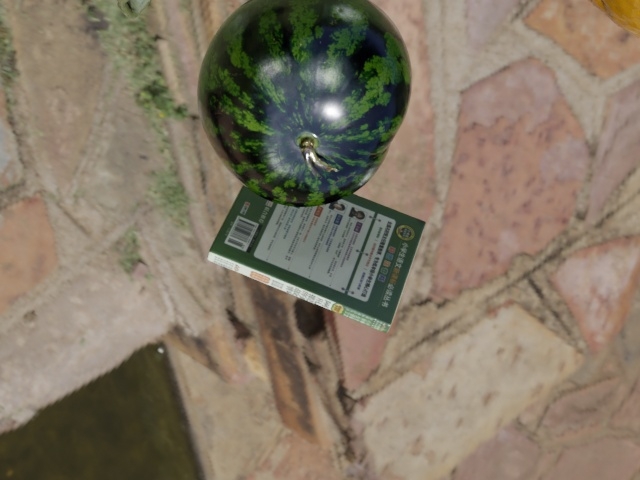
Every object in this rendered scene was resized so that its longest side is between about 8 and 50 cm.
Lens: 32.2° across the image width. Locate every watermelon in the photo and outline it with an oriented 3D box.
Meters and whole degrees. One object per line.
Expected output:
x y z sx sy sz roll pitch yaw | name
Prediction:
-0.020 -0.177 1.330 0.269 0.269 0.269 -18 118 -37 | watermelon

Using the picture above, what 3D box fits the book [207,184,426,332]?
0.000 0.000 1.543 0.027 0.264 0.202 110 2 -49 | book

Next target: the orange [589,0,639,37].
0.378 -0.340 1.045 0.293 0.341 0.340 -54 143 -56 | orange

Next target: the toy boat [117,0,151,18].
-0.152 -0.244 0.974 0.071 0.185 0.089 43 66 -21 | toy boat
